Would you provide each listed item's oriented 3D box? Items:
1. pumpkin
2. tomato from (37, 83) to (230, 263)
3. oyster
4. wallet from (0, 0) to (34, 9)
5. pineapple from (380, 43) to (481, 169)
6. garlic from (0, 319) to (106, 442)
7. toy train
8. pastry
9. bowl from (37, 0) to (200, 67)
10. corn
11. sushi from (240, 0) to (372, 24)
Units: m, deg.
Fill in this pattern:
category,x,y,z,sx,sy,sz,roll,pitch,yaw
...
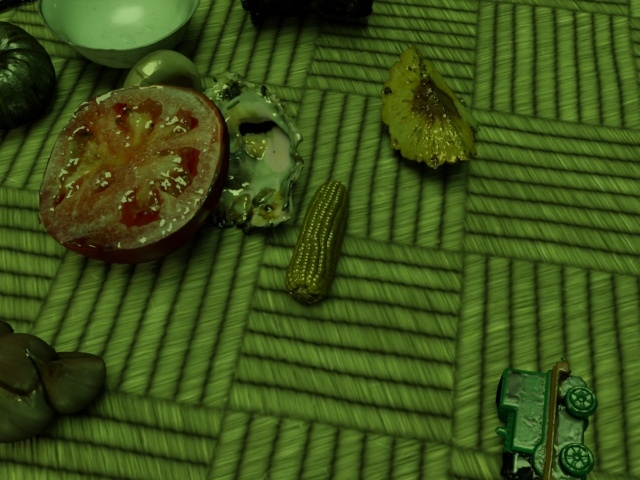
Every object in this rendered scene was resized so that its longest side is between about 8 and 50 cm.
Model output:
category,x,y,z,sx,sy,sz,roll,pitch,yaw
pumpkin,-0.613,-0.312,1.252,0.223,0.157,0.224,4,65,-8
tomato,-0.287,-0.096,1.116,0.338,0.144,0.338,-6,63,11
oyster,-0.123,-0.162,1.205,0.201,0.107,0.355,-17,67,17
wallet,-0.679,-0.606,1.503,0.379,0.046,0.191,-29,63,-18
pineapple,0.205,-0.220,1.248,0.164,0.139,0.250,-6,66,-54
garlic,-0.427,0.205,0.932,0.214,0.191,0.160,24,85,1
toy train,0.309,0.265,0.936,0.136,0.091,0.228,9,59,18
pastry,-0.296,-0.279,1.238,0.092,0.156,0.156,34,63,23
bowl,-0.384,-0.437,1.339,0.313,0.146,0.313,1,58,-2
corn,0.000,0.000,1.110,0.080,0.080,0.231,11,54,7
sushi,-0.042,-0.612,1.375,0.294,0.281,0.300,-6,65,3
